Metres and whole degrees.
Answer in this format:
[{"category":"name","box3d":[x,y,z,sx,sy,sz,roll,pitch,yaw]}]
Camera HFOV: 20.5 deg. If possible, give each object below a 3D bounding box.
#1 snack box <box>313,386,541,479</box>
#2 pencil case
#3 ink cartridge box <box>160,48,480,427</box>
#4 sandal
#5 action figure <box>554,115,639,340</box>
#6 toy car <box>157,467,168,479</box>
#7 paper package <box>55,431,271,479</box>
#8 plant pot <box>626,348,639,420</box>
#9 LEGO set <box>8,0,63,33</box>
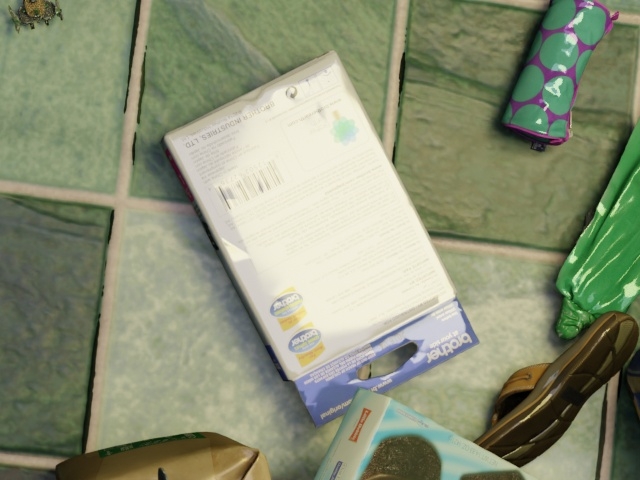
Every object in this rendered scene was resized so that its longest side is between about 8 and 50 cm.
[{"category":"snack box","box3d":[0.122,0.282,1.606,0.322,0.060,0.187,31,81,-33]},{"category":"pencil case","box3d":[0.233,-0.165,1.722,0.070,0.064,0.151,20,83,9]},{"category":"ink cartridge box","box3d":[0.000,0.000,1.671,0.186,0.065,0.311,-27,88,-11]},{"category":"sandal","box3d":[0.210,0.142,1.685,0.219,0.090,0.060,-49,53,6]},{"category":"action figure","box3d":[0.298,0.002,1.720,0.137,0.063,0.232,39,77,-7]},{"category":"toy car","box3d":[-0.083,0.257,1.273,0.149,0.155,0.188,-15,75,-10]},{"category":"paper package","box3d":[-0.119,0.325,1.491,0.168,0.325,0.309,-8,87,-10]},{"category":"plant pot","box3d":[0.422,0.171,1.648,0.212,0.236,0.236,-19,88,-4]},{"category":"LEGO set","box3d":[-0.278,-0.223,1.666,0.083,0.023,0.054,41,78,9]}]
